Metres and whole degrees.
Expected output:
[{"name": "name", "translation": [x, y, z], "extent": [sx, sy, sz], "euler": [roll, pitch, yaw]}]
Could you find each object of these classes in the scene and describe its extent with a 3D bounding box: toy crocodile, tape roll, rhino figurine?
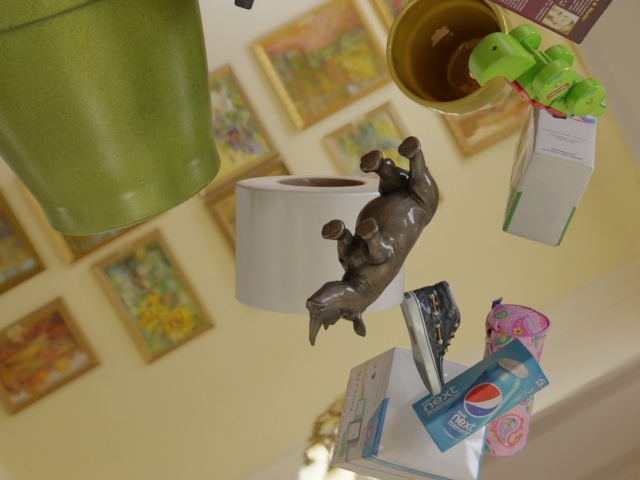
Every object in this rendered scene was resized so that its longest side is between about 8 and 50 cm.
[{"name": "toy crocodile", "translation": [0.356, -0.253, 1.820], "extent": [0.105, 0.115, 0.340], "euler": [-47, 151, 21]}, {"name": "tape roll", "translation": [0.000, 0.000, 1.635], "extent": [0.246, 0.169, 0.246], "euler": [1, -170, 0]}, {"name": "rhino figurine", "translation": [0.053, 0.011, 1.238], "extent": [0.073, 0.106, 0.243], "euler": [18, -111, 37]}]

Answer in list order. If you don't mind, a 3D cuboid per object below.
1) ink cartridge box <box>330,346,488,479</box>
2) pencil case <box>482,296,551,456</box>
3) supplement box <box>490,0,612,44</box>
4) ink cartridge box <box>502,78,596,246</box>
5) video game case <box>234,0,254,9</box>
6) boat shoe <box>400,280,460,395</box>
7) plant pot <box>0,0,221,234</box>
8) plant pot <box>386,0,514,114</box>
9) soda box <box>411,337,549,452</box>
[{"name": "ink cartridge box", "translation": [0.161, 0.327, 2.067], "extent": [0.270, 0.197, 0.198], "euler": [136, -31, -69]}, {"name": "pencil case", "translation": [0.340, 0.253, 2.105], "extent": [0.124, 0.284, 0.124], "euler": [3, -152, -2]}, {"name": "supplement box", "translation": [0.272, -0.338, 1.438], "extent": [0.104, 0.188, 0.080], "euler": [-56, -156, 30]}, {"name": "ink cartridge box", "translation": [0.436, -0.160, 2.171], "extent": [0.278, 0.117, 0.201], "euler": [-72, 177, -47]}, {"name": "video game case", "translation": [-0.044, -0.426, 1.310], "extent": [0.196, 0.026, 0.274], "euler": [109, -5, -58]}, {"name": "boat shoe", "translation": [0.189, 0.157, 1.838], "extent": [0.083, 0.183, 0.065], "euler": [-19, -162, -11]}, {"name": "plant pot", "translation": [-0.290, -0.210, 1.436], "extent": [0.367, 0.353, 0.366], "euler": [-15, -157, 7]}, {"name": "plant pot", "translation": [0.293, -0.369, 2.353], "extent": [0.254, 0.254, 0.239], "euler": [-27, 163, 20]}, {"name": "soda box", "translation": [0.261, 0.251, 1.875], "extent": [0.210, 0.067, 0.071], "euler": [-33, -154, 0]}]
